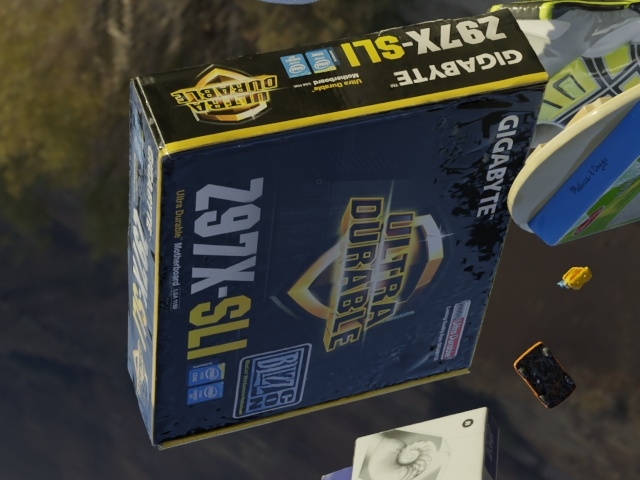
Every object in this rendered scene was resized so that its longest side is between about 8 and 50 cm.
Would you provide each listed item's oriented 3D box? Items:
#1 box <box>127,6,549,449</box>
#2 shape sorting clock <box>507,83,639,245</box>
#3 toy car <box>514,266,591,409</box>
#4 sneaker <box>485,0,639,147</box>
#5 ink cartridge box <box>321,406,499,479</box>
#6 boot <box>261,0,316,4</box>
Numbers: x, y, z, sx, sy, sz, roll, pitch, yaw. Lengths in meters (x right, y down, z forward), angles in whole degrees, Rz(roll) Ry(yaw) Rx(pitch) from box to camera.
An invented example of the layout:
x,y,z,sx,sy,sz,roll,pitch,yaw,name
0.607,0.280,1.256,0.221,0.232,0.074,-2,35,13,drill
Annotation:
x,y,z,sx,sy,sz,roll,pitch,yaw,name
0.000,0.000,1.188,0.322,0.257,0.079,99,155,-50,box
0.204,-0.059,1.007,0.040,0.206,0.206,64,-178,18,shape sorting clock
0.214,0.085,1.528,0.060,0.122,0.040,33,178,-13,toy car
0.307,-0.141,1.511,0.145,0.147,0.385,-12,-167,-36,sneaker
0.080,0.290,1.862,0.045,0.224,0.223,59,-156,-31,ink cartridge box
-0.001,-0.287,1.490,0.095,0.123,0.258,25,163,-28,boot
